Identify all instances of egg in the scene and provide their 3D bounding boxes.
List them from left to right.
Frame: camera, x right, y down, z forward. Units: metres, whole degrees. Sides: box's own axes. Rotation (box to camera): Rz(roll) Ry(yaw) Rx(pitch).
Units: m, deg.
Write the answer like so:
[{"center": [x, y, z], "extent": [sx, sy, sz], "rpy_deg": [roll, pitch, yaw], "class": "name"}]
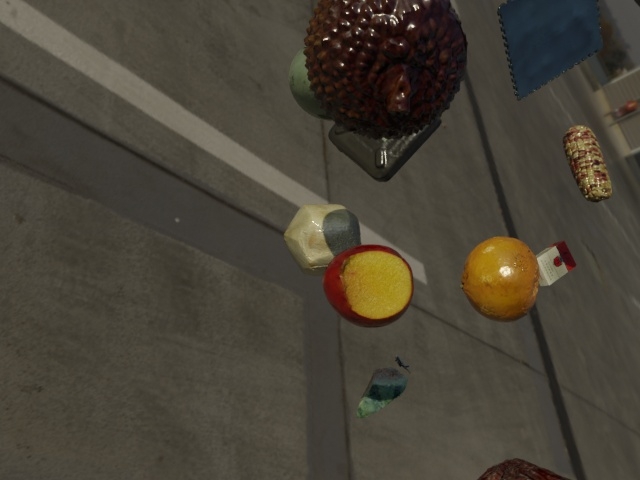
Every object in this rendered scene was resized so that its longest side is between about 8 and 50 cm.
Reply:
[{"center": [0.019, -0.357, 1.205], "extent": [0.236, 0.169, 0.169], "rpy_deg": [9, 59, -70], "class": "egg"}]

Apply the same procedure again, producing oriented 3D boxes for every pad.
[{"center": [0.565, -0.513, 1.301], "extent": [0.269, 0.270, 0.012], "rpy_deg": [60, -2, -39], "class": "pad"}]

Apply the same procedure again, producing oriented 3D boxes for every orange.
[{"center": [0.465, 0.100, 1.380], "extent": [0.219, 0.193, 0.219], "rpy_deg": [13, 90, -76], "class": "orange"}]

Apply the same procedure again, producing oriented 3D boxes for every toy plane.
[{"center": [0.246, 0.371, 1.620], "extent": [0.084, 0.024, 0.078], "rpy_deg": [44, 0, -39], "class": "toy plane"}]

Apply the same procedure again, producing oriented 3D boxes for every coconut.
[{"center": [0.000, 0.000, 1.773], "extent": [0.248, 0.245, 0.244], "rpy_deg": [-4, 65, -13], "class": "coconut"}]

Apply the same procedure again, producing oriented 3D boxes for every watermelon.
[{"center": [0.162, 0.437, 1.552], "extent": [0.180, 0.094, 0.081], "rpy_deg": [-44, 104, -14], "class": "watermelon"}]

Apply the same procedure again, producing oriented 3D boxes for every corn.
[{"center": [0.796, -0.225, 1.592], "extent": [0.098, 0.098, 0.289], "rpy_deg": [35, 41, -37], "class": "corn"}]

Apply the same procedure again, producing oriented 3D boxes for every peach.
[{"center": [0.104, 0.093, 1.143], "extent": [0.192, 0.190, 0.190], "rpy_deg": [32, 40, -67], "class": "peach"}]

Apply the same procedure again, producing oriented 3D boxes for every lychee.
[{"center": [0.113, -0.341, 0.976], "extent": [0.306, 0.306, 0.330], "rpy_deg": [34, 31, -38], "class": "lychee"}]

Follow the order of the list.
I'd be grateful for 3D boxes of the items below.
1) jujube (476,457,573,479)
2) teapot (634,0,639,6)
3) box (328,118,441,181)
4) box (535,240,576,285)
[{"center": [0.438, 0.537, 1.032], "extent": [0.216, 0.342, 0.216], "rpy_deg": [6, 68, -14], "class": "jujube"}, {"center": [1.011, -0.854, 1.491], "extent": [0.306, 0.376, 0.361], "rpy_deg": [18, 41, -10], "class": "teapot"}, {"center": [0.195, -0.360, 1.703], "extent": [0.290, 0.289, 0.073], "rpy_deg": [47, 8, 31], "class": "box"}, {"center": [0.781, 0.077, 1.800], "extent": [0.152, 0.048, 0.100], "rpy_deg": [-27, 94, -23], "class": "box"}]
